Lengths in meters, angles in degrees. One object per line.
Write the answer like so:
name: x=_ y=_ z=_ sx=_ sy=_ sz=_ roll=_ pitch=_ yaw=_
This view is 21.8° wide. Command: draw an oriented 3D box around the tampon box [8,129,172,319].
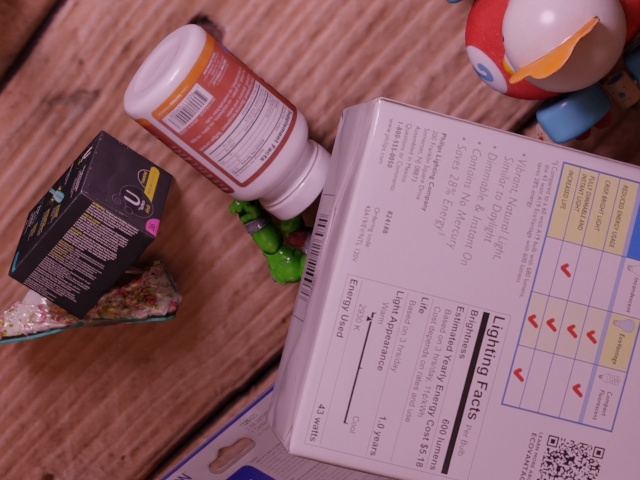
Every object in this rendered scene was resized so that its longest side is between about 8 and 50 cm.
tampon box: x=-0.257 y=-0.017 z=1.862 sx=0.101 sy=0.120 sz=0.161 roll=33 pitch=125 yaw=-19

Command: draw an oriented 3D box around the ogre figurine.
ogre figurine: x=0.000 y=0.000 z=1.867 sx=0.197 sy=0.097 sz=0.118 roll=-7 pitch=120 yaw=2

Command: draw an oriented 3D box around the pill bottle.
pill bottle: x=-0.093 y=-0.120 z=1.761 sx=0.216 sy=0.121 sz=0.121 roll=39 pitch=123 yaw=-24

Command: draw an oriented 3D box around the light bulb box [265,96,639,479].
light bulb box: x=0.167 y=0.072 z=1.679 sx=0.361 sy=0.225 sz=0.358 roll=15 pitch=91 yaw=-8

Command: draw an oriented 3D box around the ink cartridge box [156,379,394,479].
ink cartridge box: x=-0.022 y=0.311 z=2.146 sx=0.307 sy=0.072 sz=0.303 roll=35 pitch=126 yaw=-19

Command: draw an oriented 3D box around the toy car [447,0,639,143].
toy car: x=0.215 y=-0.193 z=1.558 sx=0.210 sy=0.238 sz=0.219 roll=-33 pitch=100 yaw=29

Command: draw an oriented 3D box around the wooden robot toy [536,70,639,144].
wooden robot toy: x=0.276 y=-0.161 z=1.725 sx=0.173 sy=0.076 sz=0.079 roll=-32 pitch=109 yaw=27

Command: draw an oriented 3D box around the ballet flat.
ballet flat: x=-0.282 y=0.069 z=1.976 sx=0.241 sy=0.091 sz=0.077 roll=-9 pitch=98 yaw=8
